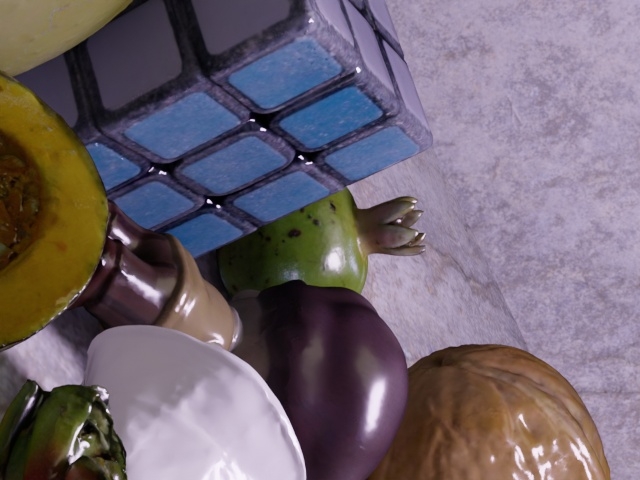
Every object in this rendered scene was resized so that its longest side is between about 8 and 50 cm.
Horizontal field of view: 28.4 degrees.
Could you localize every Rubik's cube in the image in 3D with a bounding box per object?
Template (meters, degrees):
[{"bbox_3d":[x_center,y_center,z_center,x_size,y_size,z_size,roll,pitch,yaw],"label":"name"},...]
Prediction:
[{"bbox_3d":[-0.114,-0.195,1.150,0.305,0.301,0.304,28,40,-62],"label":"Rubik's cube"}]

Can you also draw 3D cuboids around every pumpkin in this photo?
[{"bbox_3d":[-0.244,-0.006,0.797,0.110,0.217,0.217,115,-38,-59],"label":"pumpkin"}]

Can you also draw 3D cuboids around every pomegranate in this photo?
[{"bbox_3d":[0.000,0.000,1.350,0.187,0.225,0.187,-11,90,-79],"label":"pomegranate"}]

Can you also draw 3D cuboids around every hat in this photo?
[{"bbox_3d":[-0.119,0.173,0.884,0.203,0.203,0.126,60,32,-15],"label":"hat"}]

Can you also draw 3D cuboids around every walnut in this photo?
[{"bbox_3d":[0.189,0.280,1.433,0.333,0.333,0.333,55,19,-30],"label":"walnut"}]

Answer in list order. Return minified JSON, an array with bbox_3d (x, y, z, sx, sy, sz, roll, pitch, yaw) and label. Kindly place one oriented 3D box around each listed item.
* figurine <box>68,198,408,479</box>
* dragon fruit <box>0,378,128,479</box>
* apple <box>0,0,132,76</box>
[{"bbox_3d":[-0.088,0.114,1.095,0.365,0.206,0.218,23,15,-30],"label":"figurine"},{"bbox_3d":[-0.119,0.223,0.711,0.200,0.198,0.269,21,66,-11],"label":"dragon fruit"},{"bbox_3d":[-0.245,-0.288,0.869,0.357,0.357,0.357,55,19,-30],"label":"apple"}]
